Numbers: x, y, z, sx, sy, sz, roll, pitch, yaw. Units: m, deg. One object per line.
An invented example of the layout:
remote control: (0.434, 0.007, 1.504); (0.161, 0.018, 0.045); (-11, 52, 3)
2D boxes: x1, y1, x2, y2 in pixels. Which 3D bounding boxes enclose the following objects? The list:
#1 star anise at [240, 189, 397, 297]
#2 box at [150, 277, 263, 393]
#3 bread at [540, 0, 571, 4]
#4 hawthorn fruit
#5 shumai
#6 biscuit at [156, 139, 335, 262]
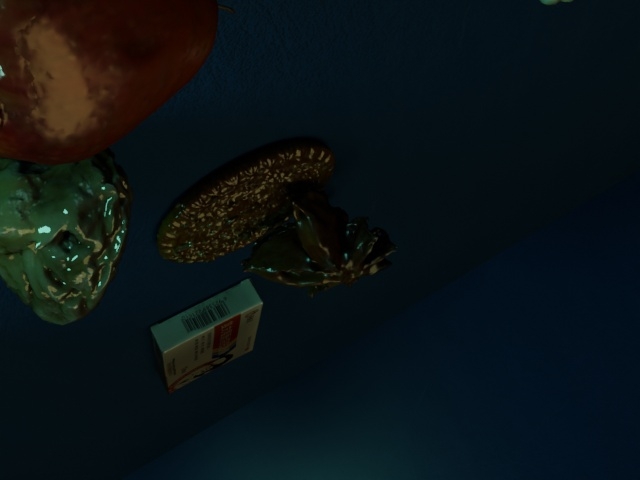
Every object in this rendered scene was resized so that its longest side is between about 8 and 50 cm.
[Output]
star anise: (0.002, 0.011, 1.506); (0.238, 0.148, 0.346); (-12, 172, 6)
box: (-0.232, 0.201, 1.921); (0.214, 0.069, 0.353); (-26, 166, -17)
bread: (0.073, -0.309, 0.516); (0.264, 0.239, 0.395); (-33, 147, 14)
hawthorn fruit: (-0.163, -0.164, 0.642); (0.299, 0.211, 0.211); (-25, 165, -45)
shumai: (-0.300, -0.013, 0.955); (0.176, 0.166, 0.205); (-2, 124, -45)
biscuit: (-0.106, -0.049, 1.409); (0.305, 0.038, 0.305); (-29, 165, -9)
